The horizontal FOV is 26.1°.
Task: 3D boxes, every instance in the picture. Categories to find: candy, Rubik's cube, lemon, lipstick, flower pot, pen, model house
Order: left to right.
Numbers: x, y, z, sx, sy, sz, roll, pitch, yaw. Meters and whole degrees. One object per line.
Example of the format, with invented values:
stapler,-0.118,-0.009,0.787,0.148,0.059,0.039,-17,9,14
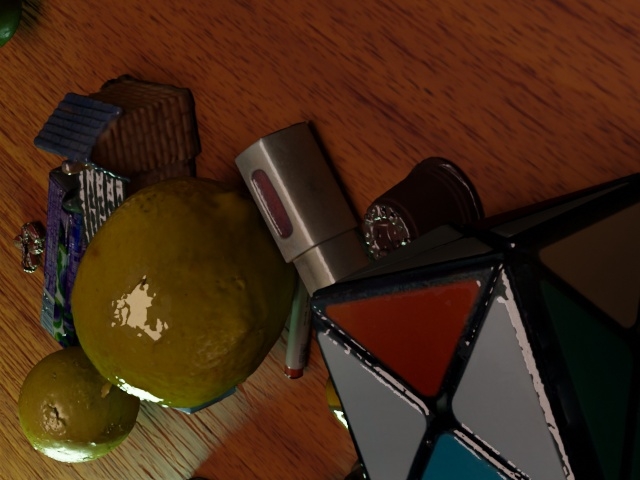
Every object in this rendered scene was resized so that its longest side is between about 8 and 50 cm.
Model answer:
candy,-0.357,0.029,2.007,0.088,0.061,0.312,42,138,28
lemon,-0.349,0.237,2.018,0.206,0.173,0.173,-36,80,41
model house,-0.262,-0.094,1.727,0.166,0.172,0.183,16,121,46
lemon,-0.159,0.059,1.612,0.284,0.260,0.260,-28,86,35
pen,-0.021,0.075,1.637,0.026,0.026,0.218,37,135,34
lipstick,0.000,0.000,1.527,0.079,0.077,0.253,-31,85,54
flower pot,0.094,-0.018,1.387,0.111,0.089,0.111,28,130,40
Rubik's cube,0.177,0.104,1.202,0.250,0.248,0.246,-15,97,46

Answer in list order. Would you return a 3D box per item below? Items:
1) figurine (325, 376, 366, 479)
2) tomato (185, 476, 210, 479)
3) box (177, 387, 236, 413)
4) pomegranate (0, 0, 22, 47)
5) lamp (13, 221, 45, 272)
figurine,0.078,0.254,1.495,0.256,0.167,0.192,68,158,2
tomato,-0.195,0.460,1.965,0.214,0.155,0.180,54,138,18
box,-0.205,0.101,1.837,0.143,0.083,0.232,10,118,50
pomegranate,-0.518,-0.331,1.877,0.187,0.225,0.187,46,145,47
lamp,-0.447,0.005,2.135,0.063,0.031,0.083,57,139,11
